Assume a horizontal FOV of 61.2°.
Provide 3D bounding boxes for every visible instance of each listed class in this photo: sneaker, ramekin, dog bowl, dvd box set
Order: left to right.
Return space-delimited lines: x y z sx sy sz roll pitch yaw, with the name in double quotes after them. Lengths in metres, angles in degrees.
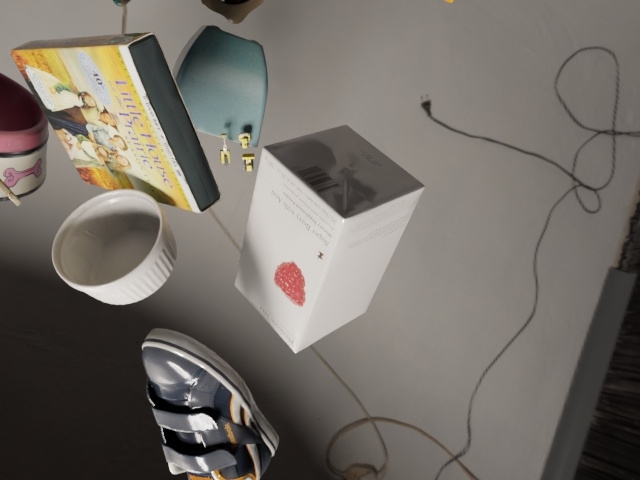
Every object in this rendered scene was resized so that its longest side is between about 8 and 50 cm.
-0.783 -0.263 1.157 0.408 0.408 0.150 27 114 -15 "dog bowl"
-0.387 -0.220 1.008 0.062 0.420 0.307 -44 133 -34 "dvd box set"
-0.363 0.019 0.990 0.207 0.109 0.207 -5 58 9 "ramekin"
-0.162 0.264 0.767 0.321 0.126 0.127 62 40 -35 "sneaker"

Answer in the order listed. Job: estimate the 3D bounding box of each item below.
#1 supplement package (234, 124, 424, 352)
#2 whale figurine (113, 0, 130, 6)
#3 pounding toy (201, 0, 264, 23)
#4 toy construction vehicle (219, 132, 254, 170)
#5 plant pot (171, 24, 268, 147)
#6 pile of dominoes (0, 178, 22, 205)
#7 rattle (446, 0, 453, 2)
0.000 0.000 0.855 0.175 0.293 0.177 -24 56 -38 "supplement package"
-0.439 -0.645 1.142 0.141 0.216 0.272 5 114 -22 "whale figurine"
-0.165 -0.629 1.253 0.269 0.155 0.154 -39 120 8 "pounding toy"
-0.207 -0.218 1.346 0.086 0.035 0.098 -2 112 -12 "toy construction vehicle"
-0.264 -0.417 1.418 0.247 0.248 0.252 14 106 -23 "plant pot"
-0.513 -0.181 0.743 0.251 0.196 0.040 41 70 18 "pile of dominoes"
0.119 -0.406 0.744 0.130 0.143 0.199 28 39 22 "rattle"
